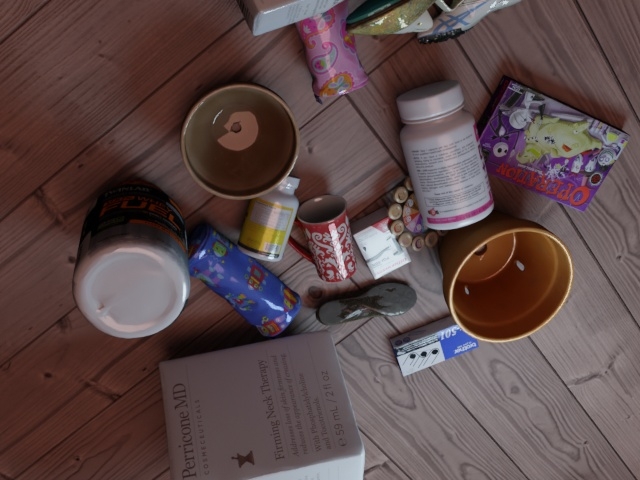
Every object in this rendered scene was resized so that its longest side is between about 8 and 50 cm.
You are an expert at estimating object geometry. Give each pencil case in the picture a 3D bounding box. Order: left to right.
[{"bbox_3d":[-0.182,0.092,1.677,0.133,0.119,0.306,-20,129,42],"label":"pencil case"},{"bbox_3d":[0.003,-0.416,1.462,0.124,0.124,0.284,-19,120,-2],"label":"pencil case"}]

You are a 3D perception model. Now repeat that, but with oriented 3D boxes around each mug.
[{"bbox_3d":[0.008,-0.005,1.694,0.113,0.150,0.169,-41,130,-33],"label":"mug"}]

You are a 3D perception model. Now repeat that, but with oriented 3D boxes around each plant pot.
[{"bbox_3d":[-0.166,-0.211,1.530,0.237,0.110,0.238,-5,117,-11],"label":"plant pot"},{"bbox_3d":[0.397,0.058,1.741,0.290,0.203,0.291,-6,118,-11],"label":"plant pot"}]

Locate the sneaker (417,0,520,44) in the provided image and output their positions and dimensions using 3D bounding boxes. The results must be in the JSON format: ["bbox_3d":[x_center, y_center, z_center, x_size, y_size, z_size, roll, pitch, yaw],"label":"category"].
[{"bbox_3d":[0.296,-0.470,1.528,0.237,0.085,0.086,-28,91,7],"label":"sneaker"}]

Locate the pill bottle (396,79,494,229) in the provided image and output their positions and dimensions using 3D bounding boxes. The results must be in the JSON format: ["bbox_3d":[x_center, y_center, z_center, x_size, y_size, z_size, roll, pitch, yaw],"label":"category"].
[{"bbox_3d":[0.259,-0.180,1.602,0.160,0.160,0.283,-19,110,-3],"label":"pill bottle"}]

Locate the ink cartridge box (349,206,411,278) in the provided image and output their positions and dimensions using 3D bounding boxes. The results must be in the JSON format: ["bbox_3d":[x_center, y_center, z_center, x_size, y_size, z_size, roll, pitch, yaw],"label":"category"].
[{"bbox_3d":[0.136,0.007,1.739,0.099,0.056,0.135,-28,119,1],"label":"ink cartridge box"}]

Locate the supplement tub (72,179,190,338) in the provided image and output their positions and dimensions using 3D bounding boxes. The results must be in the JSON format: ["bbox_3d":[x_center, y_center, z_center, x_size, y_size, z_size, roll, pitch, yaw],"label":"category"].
[{"bbox_3d":[-0.360,0.019,1.472,0.207,0.338,0.207,-5,117,-10],"label":"supplement tub"}]

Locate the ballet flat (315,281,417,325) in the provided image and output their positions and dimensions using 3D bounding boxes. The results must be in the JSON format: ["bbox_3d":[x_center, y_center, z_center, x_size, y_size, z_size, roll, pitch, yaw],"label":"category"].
[{"bbox_3d":[0.108,0.155,1.814,0.249,0.058,0.084,-13,83,-12],"label":"ballet flat"}]

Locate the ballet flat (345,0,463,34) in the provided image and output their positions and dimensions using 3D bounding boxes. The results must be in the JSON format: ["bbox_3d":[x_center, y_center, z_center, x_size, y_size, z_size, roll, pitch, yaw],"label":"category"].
[{"bbox_3d":[0.201,-0.466,1.440,0.348,0.123,0.123,-42,120,-13],"label":"ballet flat"}]

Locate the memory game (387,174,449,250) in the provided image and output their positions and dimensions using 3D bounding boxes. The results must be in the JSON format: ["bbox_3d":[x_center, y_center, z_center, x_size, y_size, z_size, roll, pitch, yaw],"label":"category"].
[{"bbox_3d":[0.229,-0.066,1.714,0.186,0.012,0.186,-8,107,-28],"label":"memory game"}]

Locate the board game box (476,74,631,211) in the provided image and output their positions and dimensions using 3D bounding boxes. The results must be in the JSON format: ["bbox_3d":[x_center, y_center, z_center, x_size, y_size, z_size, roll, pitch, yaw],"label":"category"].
[{"bbox_3d":[0.509,-0.212,1.720,0.346,0.056,0.208,18,115,-21],"label":"board game box"}]

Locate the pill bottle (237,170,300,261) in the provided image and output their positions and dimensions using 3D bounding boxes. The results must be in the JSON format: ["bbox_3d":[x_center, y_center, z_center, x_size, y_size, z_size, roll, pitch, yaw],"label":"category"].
[{"bbox_3d":[-0.105,-0.055,1.618,0.103,0.103,0.184,15,99,-19],"label":"pill bottle"}]

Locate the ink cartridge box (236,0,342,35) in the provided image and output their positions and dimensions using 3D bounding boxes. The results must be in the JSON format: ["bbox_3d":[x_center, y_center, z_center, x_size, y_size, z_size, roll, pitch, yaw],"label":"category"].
[{"bbox_3d":[-0.006,-0.566,1.329,0.384,0.091,0.308,-23,84,-17],"label":"ink cartridge box"}]

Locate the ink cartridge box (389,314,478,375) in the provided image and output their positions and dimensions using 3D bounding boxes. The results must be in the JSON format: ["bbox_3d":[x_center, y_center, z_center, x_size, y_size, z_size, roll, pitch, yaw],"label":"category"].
[{"bbox_3d":[0.286,0.257,1.907,0.207,0.046,0.097,-21,120,-2],"label":"ink cartridge box"}]

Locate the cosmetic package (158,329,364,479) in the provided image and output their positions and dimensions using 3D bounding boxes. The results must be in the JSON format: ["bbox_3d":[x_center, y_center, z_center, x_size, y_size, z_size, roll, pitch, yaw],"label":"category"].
[{"bbox_3d":[-0.130,0.453,1.706,0.393,0.330,0.328,-10,138,-8],"label":"cosmetic package"}]
